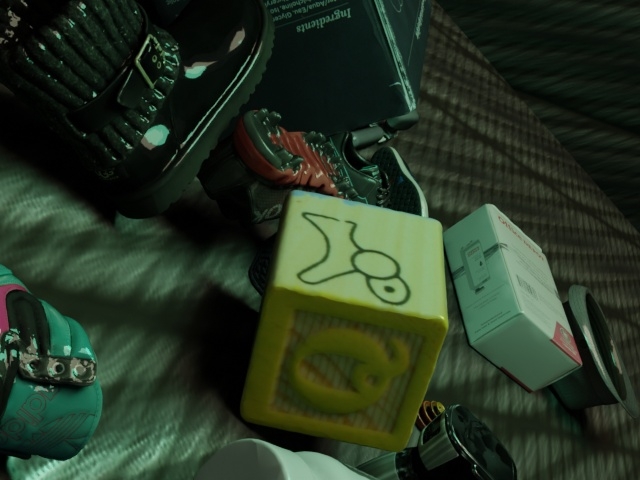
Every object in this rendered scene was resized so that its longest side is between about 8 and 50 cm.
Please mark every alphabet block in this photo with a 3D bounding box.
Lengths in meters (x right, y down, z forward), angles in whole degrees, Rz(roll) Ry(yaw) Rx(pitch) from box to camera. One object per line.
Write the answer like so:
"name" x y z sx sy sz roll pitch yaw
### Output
"alphabet block" 0.026 0.085 1.162 0.193 0.193 0.197 11 32 -1

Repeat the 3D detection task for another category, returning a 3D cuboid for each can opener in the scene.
"can opener" 0.092 -0.215 1.907 0.074 0.093 0.280 57 28 3

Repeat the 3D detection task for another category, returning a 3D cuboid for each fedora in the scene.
"fedora" 0.497 0.227 2.012 0.244 0.124 0.275 -2 70 -67

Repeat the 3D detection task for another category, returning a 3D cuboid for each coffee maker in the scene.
"coffee maker" 0.133 0.289 1.188 0.171 0.178 0.120 40 28 -31

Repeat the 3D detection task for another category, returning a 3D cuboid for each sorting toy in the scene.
"sorting toy" 0.173 0.253 1.484 0.102 0.042 0.061 23 39 -51

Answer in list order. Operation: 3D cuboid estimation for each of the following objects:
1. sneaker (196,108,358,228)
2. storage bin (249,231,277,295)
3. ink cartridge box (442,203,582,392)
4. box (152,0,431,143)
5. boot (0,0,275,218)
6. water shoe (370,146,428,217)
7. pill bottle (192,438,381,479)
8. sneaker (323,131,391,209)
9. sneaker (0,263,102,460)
"sneaker" -0.054 -0.074 1.281 0.276 0.135 0.097 16 43 -63
"storage bin" 0.004 0.064 1.365 0.180 0.084 0.122 48 25 -14
"ink cartridge box" 0.346 0.102 1.917 0.207 0.117 0.283 38 29 -34
"box" -0.051 -0.436 1.500 0.480 0.298 0.471 -74 144 -61
"boot" -0.189 -0.224 1.130 0.260 0.131 0.348 56 44 -40
"water shoe" 0.155 -0.081 1.856 0.080 0.073 0.203 30 34 -48
"pill bottle" 0.012 0.292 0.978 0.283 0.161 0.161 34 31 -40
"sneaker" 0.066 -0.048 1.607 0.267 0.106 0.101 53 22 -7
"sneaker" -0.252 0.126 0.762 0.178 0.124 0.295 33 29 -22
